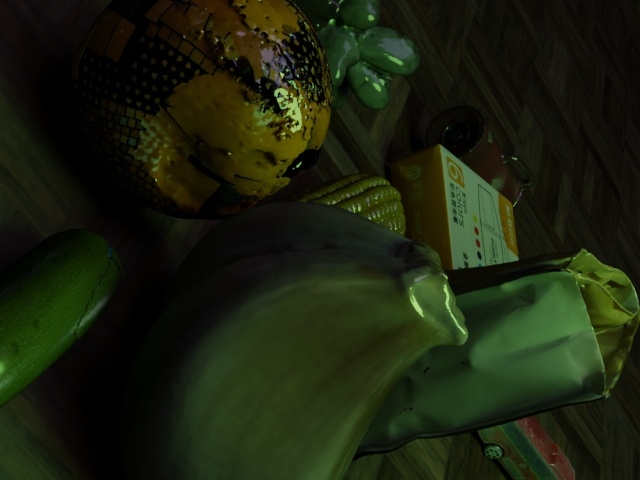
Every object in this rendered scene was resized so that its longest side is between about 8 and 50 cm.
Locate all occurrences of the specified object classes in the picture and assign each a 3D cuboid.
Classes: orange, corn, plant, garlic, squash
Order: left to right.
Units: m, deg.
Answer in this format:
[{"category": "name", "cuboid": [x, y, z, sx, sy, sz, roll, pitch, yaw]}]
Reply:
[{"category": "squash", "cuboid": [-0.241, 0.075, 0.807, 0.087, 0.087, 0.331, 63, 32, -10]}, {"category": "orange", "cuboid": [-0.106, -0.130, 1.005, 0.234, 0.234, 0.182, 46, 37, -35]}, {"category": "garlic", "cuboid": [-0.052, 0.125, 0.978, 0.246, 0.340, 0.231, 17, 14, -19]}, {"category": "corn", "cuboid": [0.000, 0.000, 1.219, 0.322, 0.119, 0.119, -27, 95, -55]}, {"category": "plant", "cuboid": [0.005, -0.266, 1.352, 0.274, 0.146, 0.149, 43, 51, -36]}]

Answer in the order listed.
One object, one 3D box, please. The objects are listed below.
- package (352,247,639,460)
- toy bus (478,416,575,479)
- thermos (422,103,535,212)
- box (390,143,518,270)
[{"category": "package", "cuboid": [0.160, 0.090, 1.218, 0.165, 0.311, 0.221, 65, 31, -12]}, {"category": "toy bus", "cuboid": [0.277, 0.286, 1.523, 0.192, 0.077, 0.065, 51, 37, -26]}, {"category": "thermos", "cuboid": [0.244, -0.100, 1.671, 0.232, 0.124, 0.099, 44, 41, -48]}, {"category": "box", "cuboid": [0.188, 0.033, 1.523, 0.221, 0.091, 0.274, 30, 48, -49]}]
